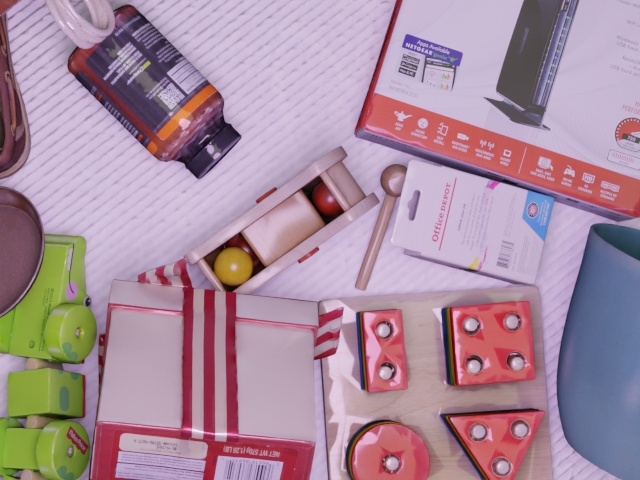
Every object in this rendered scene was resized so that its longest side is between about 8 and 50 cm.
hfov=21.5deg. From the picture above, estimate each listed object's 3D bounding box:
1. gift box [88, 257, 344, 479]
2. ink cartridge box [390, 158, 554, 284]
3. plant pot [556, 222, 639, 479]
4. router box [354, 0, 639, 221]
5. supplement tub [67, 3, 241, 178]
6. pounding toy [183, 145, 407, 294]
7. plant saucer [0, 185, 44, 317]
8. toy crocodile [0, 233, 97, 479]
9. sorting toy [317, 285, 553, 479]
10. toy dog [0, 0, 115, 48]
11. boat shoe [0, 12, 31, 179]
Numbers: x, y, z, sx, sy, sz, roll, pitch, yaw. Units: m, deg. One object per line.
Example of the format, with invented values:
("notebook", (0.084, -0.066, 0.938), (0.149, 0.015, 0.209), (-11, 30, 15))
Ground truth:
("gift box", (-0.112, 0.179, 1.768), (0.255, 0.258, 0.276), (10, 125, -9))
("ink cartridge box", (0.163, -0.021, 1.914), (0.181, 0.061, 0.104), (15, 85, -17))
("plant pot", (0.392, 0.143, 1.844), (0.293, 0.293, 0.235), (18, 102, -5))
("router box", (0.241, -0.213, 1.936), (0.335, 0.082, 0.301), (17, 86, -5))
("supplement tub", (-0.181, -0.160, 1.879), (0.106, 0.106, 0.198), (-44, 92, -6))
("pounding toy", (0.000, 0.000, 1.865), (0.269, 0.154, 0.155), (-35, 91, -6))
("plant saucer", (-0.370, 0.022, 1.855), (0.168, 0.029, 0.168), (-9, 65, 20))
("toy crocodile", (-0.300, 0.161, 1.855), (0.115, 0.105, 0.340), (-2, 81, 29))
("sorting toy", (0.135, 0.185, 1.902), (0.257, 0.089, 0.255), (-4, 88, -6))
("toy dog", (-0.372, -0.325, 1.790), (0.161, 0.220, 0.334), (-28, 128, 30))
("boat shoe", (-0.402, -0.234, 1.850), (0.123, 0.123, 0.342), (-15, 89, -6))
